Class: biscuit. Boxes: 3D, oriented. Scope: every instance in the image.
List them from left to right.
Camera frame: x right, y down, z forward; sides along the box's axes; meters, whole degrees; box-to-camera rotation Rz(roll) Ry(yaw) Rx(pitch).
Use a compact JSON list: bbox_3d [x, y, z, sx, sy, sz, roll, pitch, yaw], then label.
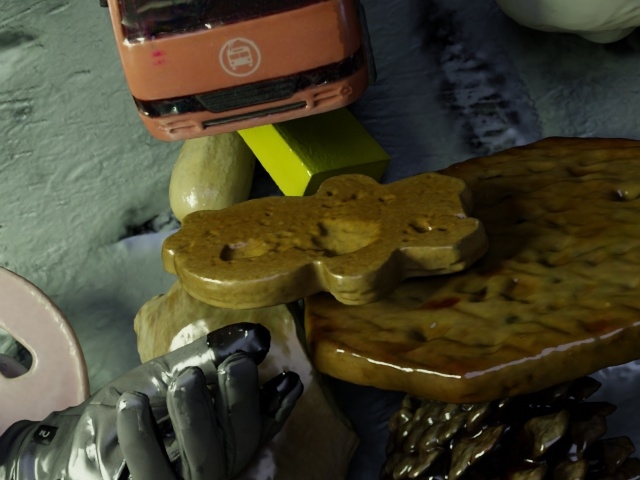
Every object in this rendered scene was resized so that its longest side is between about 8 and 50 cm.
[{"bbox_3d":[0.000,0.003,0.913,0.249,0.035,0.184,-10,27,0],"label":"biscuit"},{"bbox_3d":[0.149,0.010,0.907,0.359,0.046,0.359,-14,26,7],"label":"biscuit"}]

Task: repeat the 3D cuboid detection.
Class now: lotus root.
[{"bbox_3d":[-0.097,-0.056,1.070,0.073,0.062,0.150,8,62,11],"label":"lotus root"}]

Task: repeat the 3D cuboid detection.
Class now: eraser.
[{"bbox_3d":[-0.012,-0.090,1.056,0.097,0.045,0.122,-16,56,-40],"label":"eraser"}]

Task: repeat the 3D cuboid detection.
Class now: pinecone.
[{"bbox_3d":[0.143,0.182,0.861,0.184,0.179,0.204,-30,102,30],"label":"pinecone"}]

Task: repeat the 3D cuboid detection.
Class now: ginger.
[{"bbox_3d":[-0.079,0.145,0.947,0.221,0.130,0.276,-37,59,4],"label":"ginger"}]

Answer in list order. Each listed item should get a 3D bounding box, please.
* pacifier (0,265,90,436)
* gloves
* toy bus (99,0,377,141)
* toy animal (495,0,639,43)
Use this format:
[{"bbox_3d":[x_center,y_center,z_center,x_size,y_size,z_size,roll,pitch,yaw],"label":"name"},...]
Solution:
[{"bbox_3d":[-0.334,0.162,0.939,0.220,0.273,0.332,26,73,40],"label":"pacifier"},{"bbox_3d":[-0.119,0.133,0.836,0.285,0.119,0.142,-27,35,41],"label":"gloves"},{"bbox_3d":[-0.076,-0.285,1.027,0.203,0.233,0.427,-12,41,5],"label":"toy bus"},{"bbox_3d":[0.290,-0.279,1.038,0.249,0.174,0.289,32,74,22],"label":"toy animal"}]
